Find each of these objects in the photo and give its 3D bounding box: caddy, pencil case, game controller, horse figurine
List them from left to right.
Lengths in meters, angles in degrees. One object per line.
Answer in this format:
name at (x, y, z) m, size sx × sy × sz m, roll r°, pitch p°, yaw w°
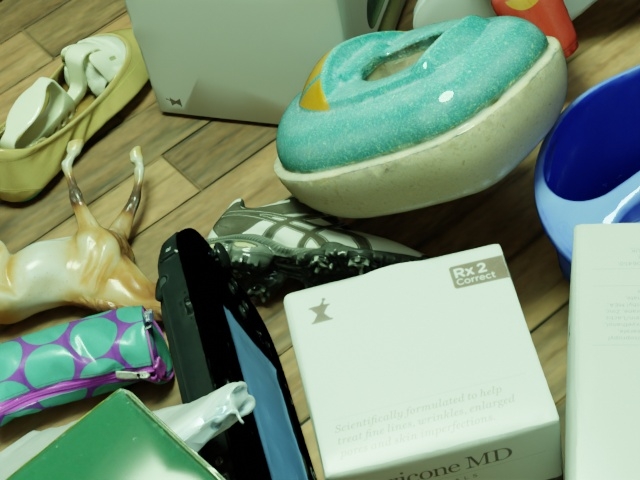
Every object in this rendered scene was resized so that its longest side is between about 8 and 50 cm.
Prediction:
horse figurine at (-0.237, 0.006, 1.243) m, size 0.263 × 0.066 × 0.174 m, roll -8°, pitch 66°, yaw -6°
pencil case at (-0.195, 0.098, 1.168) m, size 0.151 × 0.064 × 0.070 m, roll -16°, pitch 35°, yaw -1°
game controller at (-0.042, 0.138, 1.036) m, size 0.067 × 0.166 × 0.319 m, roll -31°, pitch 48°, yaw 14°
caddy at (0.324, -0.044, 1.106) m, size 0.341 × 0.179 × 0.241 m, roll -26°, pitch 49°, yaw -10°

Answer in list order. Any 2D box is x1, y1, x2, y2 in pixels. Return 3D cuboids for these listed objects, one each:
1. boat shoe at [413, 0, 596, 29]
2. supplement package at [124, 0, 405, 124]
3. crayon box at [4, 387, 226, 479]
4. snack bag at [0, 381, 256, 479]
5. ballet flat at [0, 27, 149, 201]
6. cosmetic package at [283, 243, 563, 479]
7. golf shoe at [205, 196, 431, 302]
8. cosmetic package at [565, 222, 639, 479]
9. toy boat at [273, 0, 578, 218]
boat shoe at (0.210, -0.271, 1.317) m, size 0.301 × 0.108 × 0.102 m, roll -33°, pitch 36°, yaw 27°
supplement package at (-0.035, -0.265, 1.349) m, size 0.198 × 0.199 × 0.263 m, roll 8°, pitch 53°, yaw 17°
crayon box at (-0.155, 0.297, 0.796) m, size 0.313 × 0.363 × 0.106 m, roll -40°, pitch 56°, yaw -20°
snack bag at (-0.234, 0.196, 0.937) m, size 0.323 × 0.037 × 0.342 m, roll -35°, pitch 7°, yaw -31°
ballet flat at (-0.224, -0.133, 1.361) m, size 0.080 × 0.073 × 0.232 m, roll 17°, pitch 56°, yaw 26°
cosmetic package at (0.073, 0.128, 1.009) m, size 0.151 × 0.184 × 0.151 m, roll -14°, pitch 49°, yaw 0°
golf shoe at (0.000, 0.000, 1.203) m, size 0.198 × 0.077 × 0.094 m, roll 5°, pitch 52°, yaw 14°
cosmetic package at (0.224, 0.143, 0.938) m, size 0.138 × 0.224 × 0.225 m, roll -1°, pitch 50°, yaw 10°
toy boat at (0.092, -0.145, 1.177) m, size 0.267 × 0.148 × 0.318 m, roll -11°, pitch 27°, yaw 47°
